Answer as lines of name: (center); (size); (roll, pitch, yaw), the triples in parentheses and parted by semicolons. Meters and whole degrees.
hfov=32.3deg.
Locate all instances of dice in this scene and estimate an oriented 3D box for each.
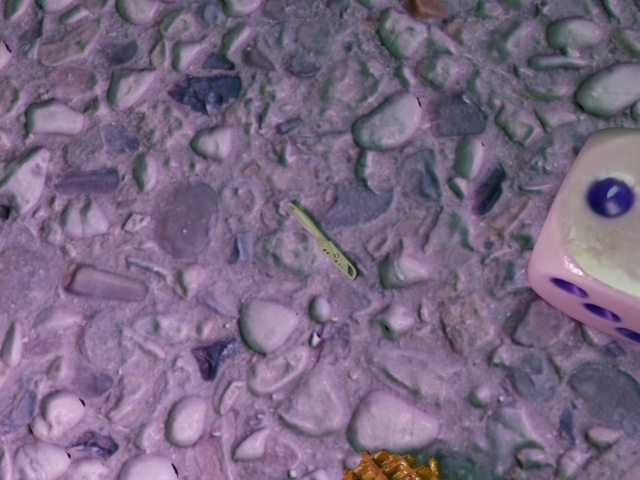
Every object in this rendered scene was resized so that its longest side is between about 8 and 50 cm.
dice: (0.553, -0.001, 1.919); (0.304, 0.277, 0.304); (25, 77, 16)

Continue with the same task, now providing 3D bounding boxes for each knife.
knife: (0.000, 0.000, 2.112); (0.030, 0.014, 0.207); (-39, 71, -11)

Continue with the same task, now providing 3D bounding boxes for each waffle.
waffle: (0.066, 0.465, 1.843); (0.301, 0.058, 0.281); (-20, 33, 11)
